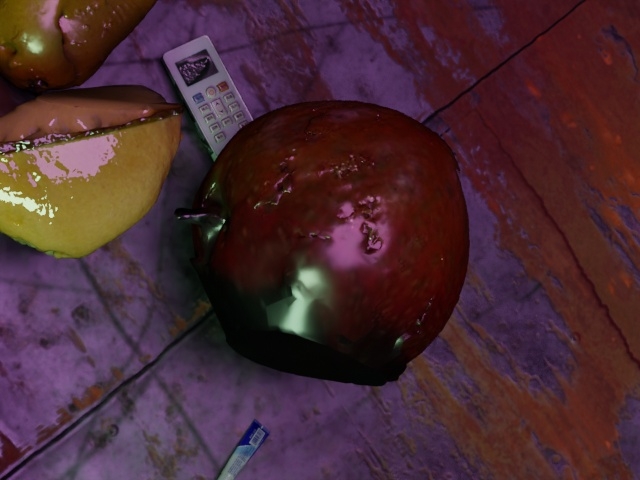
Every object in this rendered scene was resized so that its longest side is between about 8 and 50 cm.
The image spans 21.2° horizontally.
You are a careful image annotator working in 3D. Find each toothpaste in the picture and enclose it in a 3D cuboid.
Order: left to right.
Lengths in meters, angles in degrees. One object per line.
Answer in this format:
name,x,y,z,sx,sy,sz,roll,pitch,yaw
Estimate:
toothpaste,-0.083,0.231,1.836,0.024,0.015,0.083,41,63,-13

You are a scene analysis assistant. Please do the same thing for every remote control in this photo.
remote control,-0.113,-0.137,1.864,0.065,0.029,0.166,-28,90,-24

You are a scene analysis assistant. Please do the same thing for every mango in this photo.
mango,-0.252,-0.262,1.754,0.151,0.156,0.248,27,69,19

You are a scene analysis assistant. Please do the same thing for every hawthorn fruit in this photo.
hawthorn fruit,0.015,0.005,1.765,0.316,0.316,0.315,4,81,-24

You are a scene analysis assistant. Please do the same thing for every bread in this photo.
bread,-0.255,-0.064,1.685,0.262,0.204,0.162,-16,98,-15
